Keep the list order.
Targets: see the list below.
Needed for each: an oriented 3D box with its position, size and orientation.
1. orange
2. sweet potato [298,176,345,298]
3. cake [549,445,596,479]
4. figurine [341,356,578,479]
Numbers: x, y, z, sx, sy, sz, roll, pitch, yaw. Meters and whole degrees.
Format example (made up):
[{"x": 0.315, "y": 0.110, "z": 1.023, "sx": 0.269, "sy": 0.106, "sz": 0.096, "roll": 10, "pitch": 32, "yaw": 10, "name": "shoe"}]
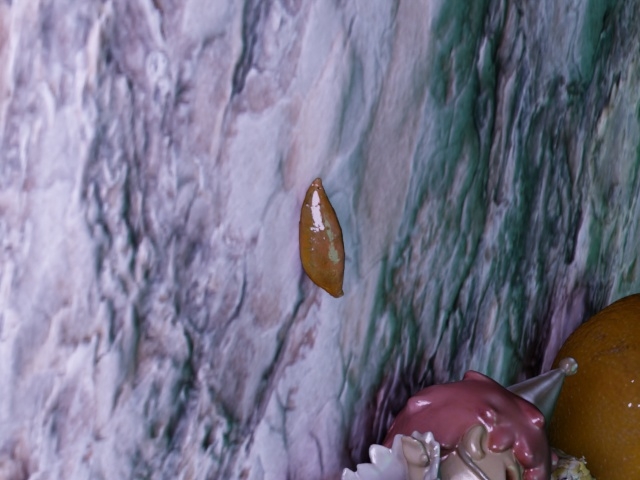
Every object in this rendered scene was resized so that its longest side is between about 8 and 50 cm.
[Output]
[{"x": 0.342, "y": 0.188, "z": 1.497, "sx": 0.264, "sy": 0.264, "sz": 0.264, "roll": -30, "pitch": 128, "yaw": -48, "name": "orange"}, {"x": 0.000, "y": 0.000, "z": 1.088, "sx": 0.034, "sy": 0.034, "sz": 0.095, "roll": -32, "pitch": 119, "yaw": -47, "name": "sweet potato"}, {"x": 0.200, "y": 0.245, "z": 1.395, "sx": 0.079, "sy": 0.185, "sz": 0.116, "roll": -19, "pitch": 100, "yaw": -16, "name": "cake"}, {"x": 0.103, "y": 0.210, "z": 1.220, "sx": 0.387, "sy": 0.166, "sz": 0.207, "roll": -29, "pitch": 144, "yaw": -45, "name": "figurine"}]
